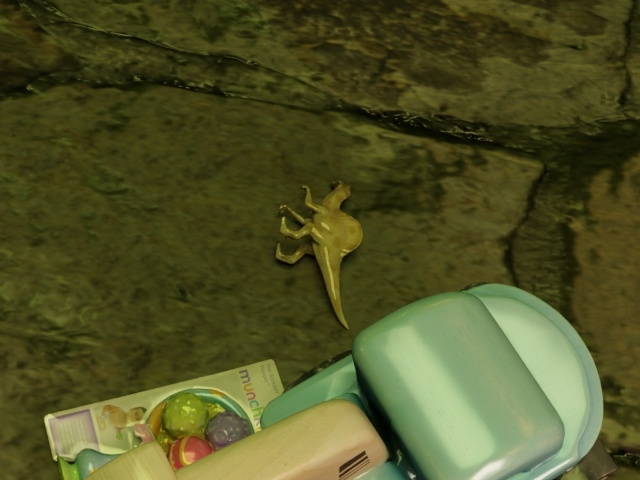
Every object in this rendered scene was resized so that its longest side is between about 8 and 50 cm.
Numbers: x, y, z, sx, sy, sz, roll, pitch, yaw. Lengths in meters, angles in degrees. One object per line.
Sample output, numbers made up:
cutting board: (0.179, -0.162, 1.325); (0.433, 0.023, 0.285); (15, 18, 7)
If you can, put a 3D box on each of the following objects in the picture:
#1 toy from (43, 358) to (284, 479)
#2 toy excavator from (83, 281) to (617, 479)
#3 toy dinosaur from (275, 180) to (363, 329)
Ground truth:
toy: (-0.135, 0.195, 1.052); (0.237, 0.056, 0.137); (-14, 65, -15)
toy excavator: (0.039, 0.160, 0.877); (0.433, 0.445, 0.222); (-29, 68, -8)
toy dinosaur: (0.000, 0.000, 1.180); (0.092, 0.053, 0.183); (6, 61, -6)
